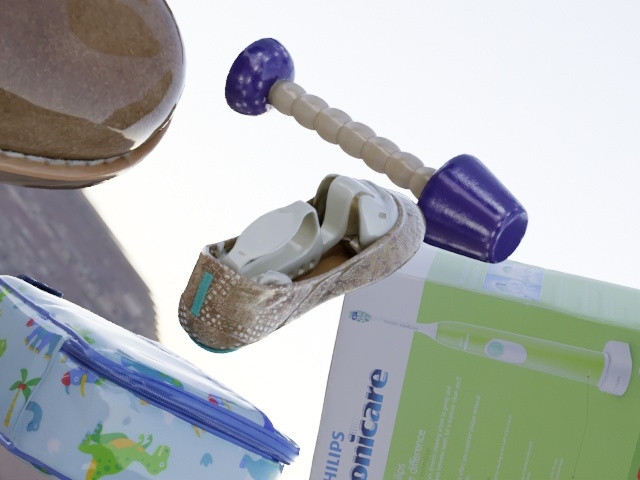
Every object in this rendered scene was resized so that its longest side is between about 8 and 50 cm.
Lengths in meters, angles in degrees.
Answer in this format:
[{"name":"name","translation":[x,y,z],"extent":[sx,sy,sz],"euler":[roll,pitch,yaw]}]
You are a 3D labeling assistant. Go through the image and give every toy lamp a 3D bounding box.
[{"name":"toy lamp","translation":[0.044,-0.069,1.144],"extent":[0.275,0.080,0.080],"euler":[36,-17,30]}]

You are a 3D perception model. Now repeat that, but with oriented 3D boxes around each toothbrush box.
[{"name":"toothbrush box","translation":[0.150,0.129,1.169],"extent":[0.283,0.206,0.122],"euler":[12,16,6]}]

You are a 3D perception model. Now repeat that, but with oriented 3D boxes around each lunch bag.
[{"name":"lunch bag","translation":[-0.126,0.103,0.894],"extent":[0.176,0.090,0.219],"euler":[31,-6,-32]}]

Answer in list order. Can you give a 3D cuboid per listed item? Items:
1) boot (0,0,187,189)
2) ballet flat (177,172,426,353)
[{"name":"boot","translation":[-0.124,-0.120,0.343],"extent":[0.115,0.112,0.305],"euler":[-19,-46,36]},{"name":"ballet flat","translation":[0.000,0.000,0.873],"extent":[0.073,0.206,0.067],"euler":[32,-48,24]}]
